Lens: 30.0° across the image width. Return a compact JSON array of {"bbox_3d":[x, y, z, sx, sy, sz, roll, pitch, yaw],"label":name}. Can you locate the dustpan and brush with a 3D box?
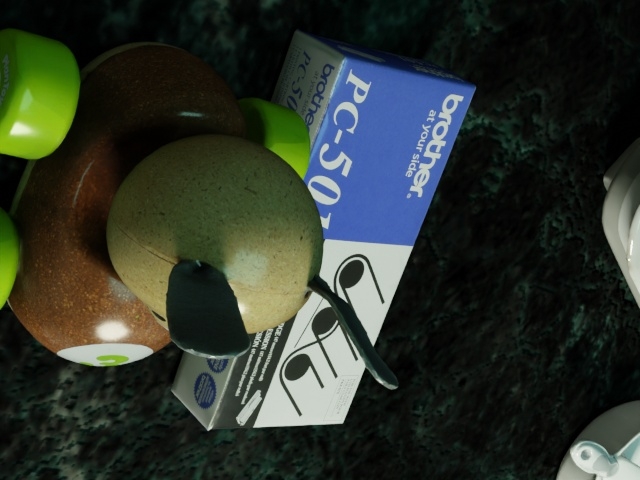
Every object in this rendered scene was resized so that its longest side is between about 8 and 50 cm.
[{"bbox_3d":[0.219,0.172,0.909,0.147,0.060,0.211,-54,136,1],"label":"dustpan and brush"}]

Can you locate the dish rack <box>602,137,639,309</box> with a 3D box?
[{"bbox_3d":[0.330,-0.058,0.851,0.333,0.072,0.285,-46,135,-7],"label":"dish rack"}]

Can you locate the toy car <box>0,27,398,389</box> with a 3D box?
[{"bbox_3d":[-0.053,0.012,0.490,0.155,0.188,0.149,11,109,-41],"label":"toy car"}]

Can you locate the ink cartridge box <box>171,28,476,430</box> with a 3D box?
[{"bbox_3d":[0.000,0.000,0.633,0.097,0.046,0.207,4,113,-42],"label":"ink cartridge box"}]
